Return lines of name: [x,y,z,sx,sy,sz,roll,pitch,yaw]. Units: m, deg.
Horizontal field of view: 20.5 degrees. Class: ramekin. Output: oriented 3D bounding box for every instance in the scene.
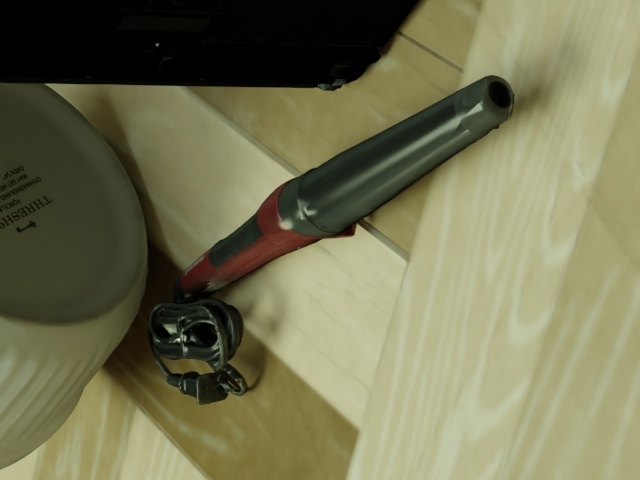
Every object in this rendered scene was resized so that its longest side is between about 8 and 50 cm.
ramekin: [-0.182,0.002,0.863,0.109,0.207,0.207,-42,59,36]

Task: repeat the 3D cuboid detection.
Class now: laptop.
laptop: [-0.084,-0.133,0.693,0.264,0.234,0.137,-51,54,43]

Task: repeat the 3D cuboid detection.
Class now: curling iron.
curling iron: [0.000,0.000,0.753,0.274,0.035,0.068,-39,66,48]
